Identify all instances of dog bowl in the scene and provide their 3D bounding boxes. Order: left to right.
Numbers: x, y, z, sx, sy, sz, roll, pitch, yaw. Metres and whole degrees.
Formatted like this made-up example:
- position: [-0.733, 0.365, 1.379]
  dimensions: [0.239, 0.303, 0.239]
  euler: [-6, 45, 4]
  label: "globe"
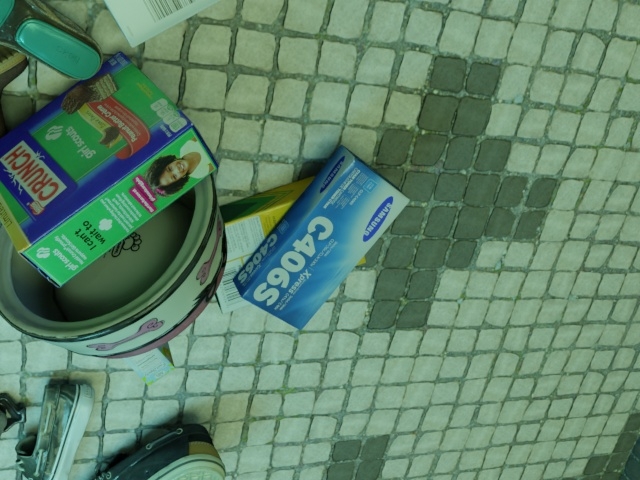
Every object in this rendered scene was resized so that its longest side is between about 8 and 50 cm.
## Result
- position: [-0.339, 0.017, 1.264]
  dimensions: [0.408, 0.408, 0.150]
  euler: [-31, 142, -4]
  label: "dog bowl"

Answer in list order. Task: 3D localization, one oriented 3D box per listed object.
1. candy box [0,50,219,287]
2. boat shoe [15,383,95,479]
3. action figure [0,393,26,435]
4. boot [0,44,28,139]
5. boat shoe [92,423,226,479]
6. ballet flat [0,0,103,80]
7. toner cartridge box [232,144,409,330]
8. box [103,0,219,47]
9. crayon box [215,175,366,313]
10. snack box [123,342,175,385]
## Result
- position: [-0.368, -0.122, 1.199]
  dimensions: [0.317, 0.268, 0.122]
  euler: [-40, 143, -8]
  label: "candy box"
- position: [-0.579, 0.442, 1.566]
  dimensions: [0.119, 0.121, 0.335]
  euler: [18, 99, -21]
  label: "boat shoe"
- position: [-0.751, 0.356, 1.403]
  dimensions: [0.341, 0.178, 0.330]
  euler: [-20, 113, -15]
  label: "action figure"
- position: [-0.554, -0.193, 1.248]
  dimensions: [0.248, 0.090, 0.207]
  euler: [-34, 138, -5]
  label: "boot"
- position: [-0.431, 0.573, 1.670]
  dimensions: [0.500, 0.156, 0.187]
  euler: [-33, 130, 12]
  label: "boat shoe"
- position: [-0.481, -0.353, 1.144]
  dimensions: [0.107, 0.106, 0.316]
  euler: [-43, 137, 11]
  label: "ballet flat"
- position: [0.000, 0.000, 1.469]
  dimensions: [0.165, 0.075, 0.348]
  euler: [32, 102, -34]
  label: "toner cartridge box"
- position: [-0.274, -0.438, 1.186]
  dimensions: [0.181, 0.119, 0.182]
  euler: [-30, 124, -4]
  label: "box"
- position: [-0.081, 0.001, 1.531]
  dimensions: [0.323, 0.083, 0.203]
  euler: [-19, 123, -11]
  label: "crayon box"
- position: [-0.374, 0.152, 1.439]
  dimensions: [0.070, 0.174, 0.207]
  euler: [-34, 124, -1]
  label: "snack box"
